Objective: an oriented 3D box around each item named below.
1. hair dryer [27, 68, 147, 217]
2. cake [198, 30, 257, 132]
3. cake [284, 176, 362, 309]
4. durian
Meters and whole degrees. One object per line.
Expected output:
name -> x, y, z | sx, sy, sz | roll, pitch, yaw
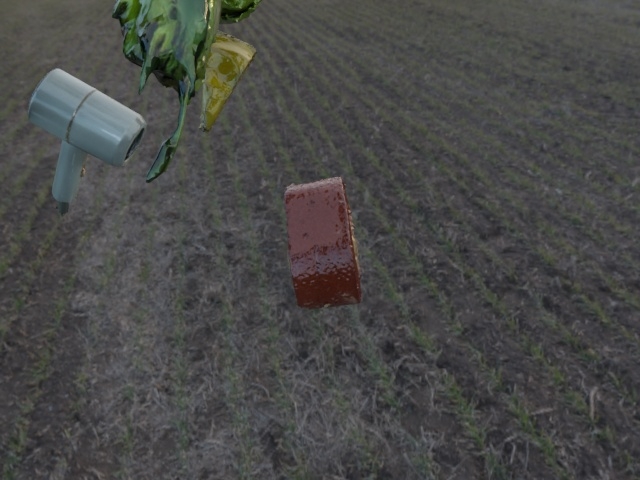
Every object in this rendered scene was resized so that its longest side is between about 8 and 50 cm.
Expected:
hair dryer -> -0.458, -0.144, 1.081 | 0.173, 0.357, 0.107 | 31, 48, -10
cake -> -0.205, -0.305, 1.058 | 0.116, 0.184, 0.079 | 36, 10, -15
cake -> 0.000, 0.000, 1.163 | 0.151, 0.177, 0.282 | -9, 59, 10
durian -> -0.094, -0.196, 0.375 | 0.132, 0.107, 0.374 | -29, 61, 22
